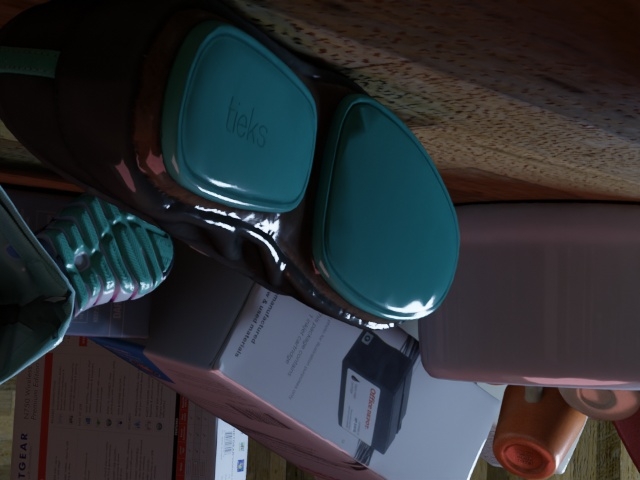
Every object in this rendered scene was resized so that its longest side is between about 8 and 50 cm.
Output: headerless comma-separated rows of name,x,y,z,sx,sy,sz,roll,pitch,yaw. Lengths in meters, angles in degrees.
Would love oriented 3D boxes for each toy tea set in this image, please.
toy tea set,0.239,0.119,1.321,0.200,0.124,0.336,35,138,-2

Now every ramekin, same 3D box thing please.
ramekin,0.207,0.050,1.017,0.277,0.135,0.277,3,175,0

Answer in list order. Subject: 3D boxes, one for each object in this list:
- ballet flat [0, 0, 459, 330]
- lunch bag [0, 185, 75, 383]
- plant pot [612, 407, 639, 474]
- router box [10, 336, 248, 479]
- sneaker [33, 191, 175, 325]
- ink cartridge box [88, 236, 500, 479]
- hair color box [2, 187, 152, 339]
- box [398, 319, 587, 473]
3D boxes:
ballet flat,-0.028,-0.032,0.493,0.096,0.095,0.280,11,169,26
lunch bag,-0.287,0.009,0.640,0.223,0.160,0.262,-3,167,41
plant pot,0.474,0.174,1.318,0.267,0.236,0.267,4,155,-24
router box,-0.237,0.179,1.560,0.301,0.336,0.082,1,175,25
sneaker,-0.187,0.019,0.854,0.098,0.083,0.223,-17,-175,24
ink cartridge box,-0.023,0.117,1.129,0.307,0.129,0.223,38,161,-33
hair color box,-0.333,0.013,0.947,0.374,0.114,0.185,7,173,-41
box,0.173,0.154,1.524,0.311,0.121,0.148,39,158,-25
